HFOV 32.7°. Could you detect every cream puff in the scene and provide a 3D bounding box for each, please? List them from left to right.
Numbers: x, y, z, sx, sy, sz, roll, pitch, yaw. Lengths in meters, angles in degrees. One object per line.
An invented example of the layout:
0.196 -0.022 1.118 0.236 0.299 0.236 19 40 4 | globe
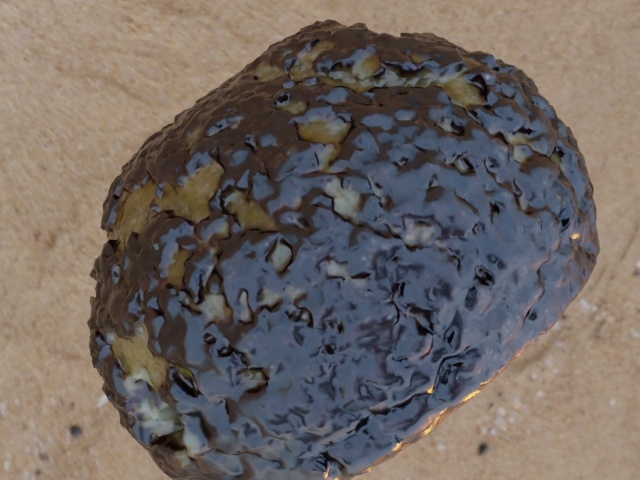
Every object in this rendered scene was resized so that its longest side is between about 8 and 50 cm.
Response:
0.000 0.000 0.485 0.239 0.239 0.165 -38 98 -10 | cream puff
